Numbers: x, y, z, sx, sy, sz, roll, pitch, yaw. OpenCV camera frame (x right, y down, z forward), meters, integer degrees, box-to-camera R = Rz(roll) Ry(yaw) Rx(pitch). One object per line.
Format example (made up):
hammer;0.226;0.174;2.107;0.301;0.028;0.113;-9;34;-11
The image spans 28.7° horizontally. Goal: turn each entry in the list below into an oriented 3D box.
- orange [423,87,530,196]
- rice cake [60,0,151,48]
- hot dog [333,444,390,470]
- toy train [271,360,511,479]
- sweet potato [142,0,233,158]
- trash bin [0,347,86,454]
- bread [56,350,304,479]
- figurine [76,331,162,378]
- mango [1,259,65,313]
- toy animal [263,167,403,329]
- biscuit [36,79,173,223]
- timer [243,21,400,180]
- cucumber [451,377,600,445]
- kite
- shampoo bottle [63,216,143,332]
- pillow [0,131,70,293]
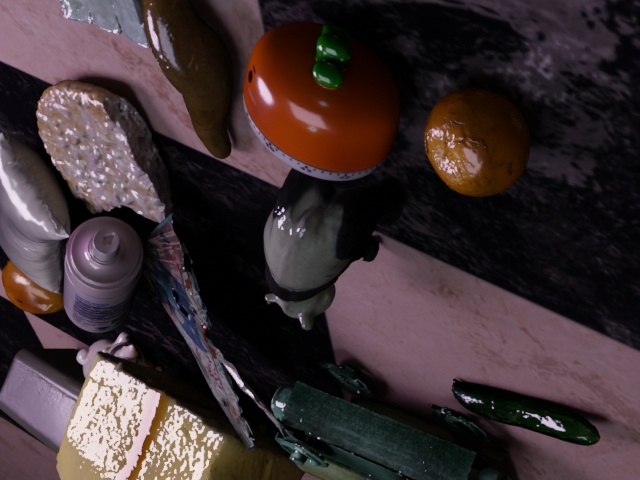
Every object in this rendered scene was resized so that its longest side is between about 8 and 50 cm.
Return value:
orange;0.116;-0.072;0.916;0.083;0.070;0.083;35;143;32
rice cake;-0.204;-0.265;1.051;0.124;0.038;0.211;23;149;28
hot dog;0.038;0.257;1.555;0.144;0.038;0.062;18;144;32
toy train;0.089;0.237;1.399;0.307;0.126;0.189;17;165;35
sweet potato;-0.107;-0.142;1.105;0.069;0.059;0.249;46;164;35
trash bin;-0.349;0.262;1.894;0.240;0.122;0.164;27;-172;26
bread;-0.182;0.295;1.671;0.263;0.198;0.236;27;-176;29
figurine;-0.276;0.173;1.802;0.098;0.081;0.146;4;172;-39
mango;-0.406;0.065;1.788;0.114;0.060;0.080;31;136;19
toy animal;0.000;0.000;1.116;0.094;0.121;0.225;36;155;6
biscuit;-0.230;-0.089;1.354;0.188;0.040;0.265;39;154;0
timer;0.001;-0.113;0.961;0.136;0.099;0.136;21;156;10
cucumber;0.199;0.169;1.226;0.184;0.033;0.036;10;162;47
kite;-0.137;0.103;1.419;0.368;0.014;0.406;44;157;43
shampoo bottle;-0.261;0.039;1.489;0.092;0.092;0.303;38;161;1
pillow;-0.353;-0.026;1.539;0.144;0.078;0.254;59;157;10
